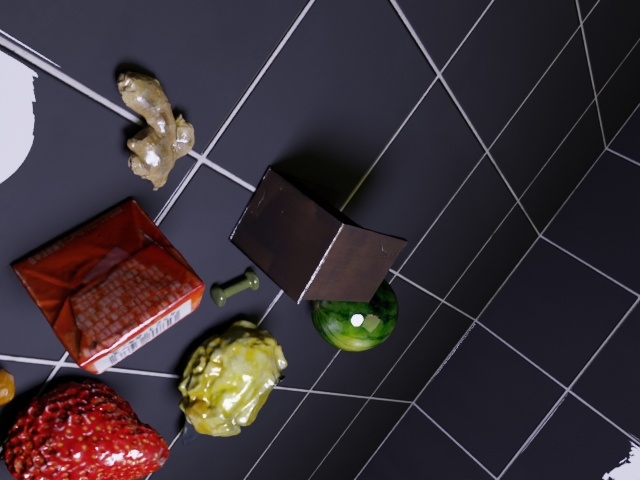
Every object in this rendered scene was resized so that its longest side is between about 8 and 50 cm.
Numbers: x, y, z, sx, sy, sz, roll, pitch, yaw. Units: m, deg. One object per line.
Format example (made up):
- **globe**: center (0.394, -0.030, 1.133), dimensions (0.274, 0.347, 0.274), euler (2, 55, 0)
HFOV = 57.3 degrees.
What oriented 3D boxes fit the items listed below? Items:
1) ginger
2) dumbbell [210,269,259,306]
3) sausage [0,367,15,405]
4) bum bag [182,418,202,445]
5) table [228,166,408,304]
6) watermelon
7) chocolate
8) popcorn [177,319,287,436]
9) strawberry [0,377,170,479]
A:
- **ginger**: center (-0.287, -0.182, 0.985), dimensions (0.133, 0.059, 0.214), euler (-48, 148, -13)
- **dumbbell**: center (-0.201, 0.112, 1.381), dimensions (0.118, 0.046, 0.052), euler (-26, 145, -33)
- **sausage**: center (-0.669, 0.293, 0.971), dimensions (0.302, 0.076, 0.103), euler (-26, 147, -31)
- **bum bag**: center (-0.287, 0.477, 1.616), dimensions (0.248, 0.060, 0.123), euler (-2, 124, -51)
- **table**: center (0.000, 0.000, 1.330), dimensions (0.282, 0.250, 0.196), euler (11, 112, -54)
- **watermelon**: center (0.096, 0.192, 1.637), dimensions (0.242, 0.242, 0.242), euler (-31, 142, -28)
- **chocolate**: center (-0.355, 0.080, 1.012), dimensions (0.237, 0.235, 0.108), euler (-36, 157, -23)
- **popcorn**: center (-0.213, 0.340, 1.441), dimensions (0.286, 0.215, 0.252), euler (-51, 141, -8)
- **strawberry**: center (-0.473, 0.419, 1.180), dimensions (0.261, 0.257, 0.261), euler (-38, 153, -23)
